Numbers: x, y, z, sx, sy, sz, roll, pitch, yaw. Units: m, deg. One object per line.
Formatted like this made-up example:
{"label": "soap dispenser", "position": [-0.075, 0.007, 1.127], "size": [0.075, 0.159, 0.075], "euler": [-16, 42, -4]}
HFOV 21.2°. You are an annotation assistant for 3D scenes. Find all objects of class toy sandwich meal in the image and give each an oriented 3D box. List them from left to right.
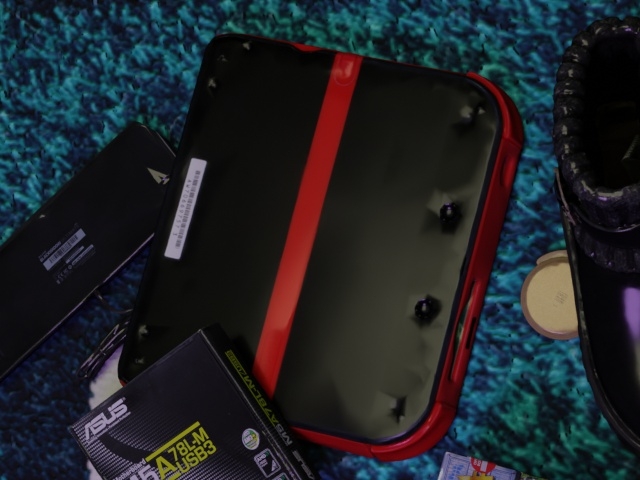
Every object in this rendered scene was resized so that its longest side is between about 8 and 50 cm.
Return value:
{"label": "toy sandwich meal", "position": [0.225, 0.052, 1.592], "size": [0.086, 0.029, 0.085], "euler": [-1, 85, 13]}

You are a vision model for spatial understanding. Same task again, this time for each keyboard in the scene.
{"label": "keyboard", "position": [-0.241, 0.040, 1.779], "size": [0.317, 0.033, 0.201], "euler": [-43, 65, 8]}

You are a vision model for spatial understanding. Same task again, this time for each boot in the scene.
{"label": "boot", "position": [0.275, 0.010, 1.439], "size": [0.131, 0.260, 0.348], "euler": [-16, 70, -1]}

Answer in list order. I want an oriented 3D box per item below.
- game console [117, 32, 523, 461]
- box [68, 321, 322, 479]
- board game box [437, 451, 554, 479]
{"label": "game console", "position": [0.000, 0.000, 1.671], "size": [0.342, 0.060, 0.386], "euler": [12, 81, 22]}
{"label": "box", "position": [-0.122, 0.203, 1.634], "size": [0.191, 0.045, 0.184], "euler": [-36, 87, 25]}
{"label": "board game box", "position": [0.175, 0.232, 1.475], "size": [0.194, 0.194, 0.060], "euler": [11, 82, 24]}
